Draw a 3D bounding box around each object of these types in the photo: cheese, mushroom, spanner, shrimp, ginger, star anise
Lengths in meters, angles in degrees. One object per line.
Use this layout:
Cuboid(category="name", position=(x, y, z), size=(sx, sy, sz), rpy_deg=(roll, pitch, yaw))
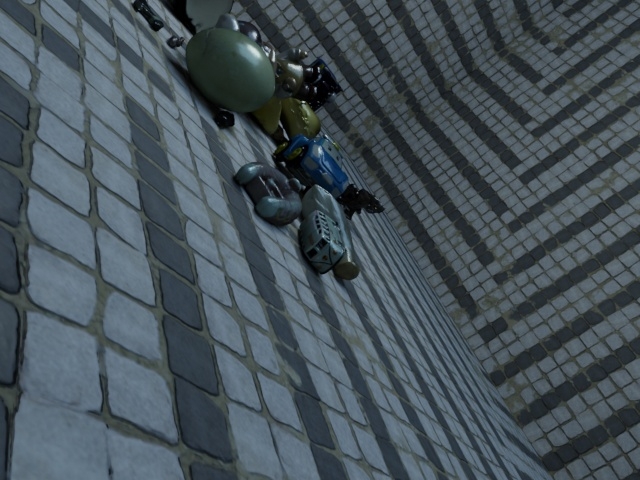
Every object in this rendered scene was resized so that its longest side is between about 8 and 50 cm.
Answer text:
Cuboid(category="cheese", position=(-0.093, -0.440, 2.050), size=(0.260, 0.128, 0.316), rpy_deg=(57, -4, -22))
Cuboid(category="mushroom", position=(0.037, -0.013, 1.547), size=(0.270, 0.103, 0.118), rpy_deg=(63, 15, 19))
Cuboid(category="spanner", position=(-0.477, -0.648, 1.536), size=(0.087, 0.024, 0.316), rpy_deg=(33, 23, -49))
Cuboid(category="shrimp", position=(-0.377, -0.526, 1.539), size=(0.092, 0.038, 0.029), rpy_deg=(-108, -158, -59))
Cuboid(category="ginger", position=(-0.160, -0.399, 2.027), size=(0.069, 0.051, 0.173), rpy_deg=(52, 12, -28))
Cuboid(category="star anise", position=(0.116, -0.161, 2.208), size=(0.282, 0.129, 0.212), rpy_deg=(22, -9, 15))

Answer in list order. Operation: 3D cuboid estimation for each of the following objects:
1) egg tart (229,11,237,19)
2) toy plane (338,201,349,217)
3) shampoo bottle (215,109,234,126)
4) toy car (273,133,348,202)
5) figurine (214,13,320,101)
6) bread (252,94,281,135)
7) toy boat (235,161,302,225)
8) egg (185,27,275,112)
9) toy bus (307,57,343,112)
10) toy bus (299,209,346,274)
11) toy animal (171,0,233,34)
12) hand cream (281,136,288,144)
Cuboid(category="egg tart", position=(-0.389, -0.808, 2.150), size=(0.297, 0.132, 0.297), rpy_deg=(45, 16, -16))
Cuboid(category="toy plane", position=(0.050, -0.129, 2.085), size=(0.197, 0.053, 0.078), rpy_deg=(37, 10, -44))
Cuboid(category="shampoo bottle", position=(-0.237, -0.307, 1.472), size=(0.048, 0.027, 0.137), rpy_deg=(50, 11, -11))
Cuboid(category="toy car", position=(-0.007, -0.223, 1.719), size=(0.198, 0.166, 0.314), rpy_deg=(46, -3, -22))
Cuboid(category="figurine", position=(-0.158, -0.493, 1.685), size=(0.364, 0.218, 0.206), rpy_deg=(10, 14, -26))
Cuboid(category="bread", position=(-0.199, -0.472, 1.864), size=(0.251, 0.133, 0.174), rpy_deg=(41, 19, -52))
Cuboid(category="toy boat", position=(-0.099, -0.113, 1.311), size=(0.155, 0.085, 0.227), rpy_deg=(55, 11, 10))
Cuboid(category="egg", position=(-0.225, -0.425, 1.466), size=(0.253, 0.186, 0.187), rpy_deg=(27, 25, -37))
Cuboid(category="toy bus", position=(-0.063, -0.624, 2.501), size=(0.138, 0.287, 0.175), rpy_deg=(47, 13, -32))
Cuboid(category="toy bus", position=(0.000, 0.000, 1.392), size=(0.089, 0.087, 0.194), rpy_deg=(42, 15, -21))
Cuboid(category="toy animal", position=(-0.406, -0.839, 1.925), size=(0.267, 0.212, 0.212), rpy_deg=(63, 14, 25))
Cuboid(category="hand cream", position=(-0.123, -0.346, 2.080), size=(0.216, 0.038, 0.052), rpy_deg=(-110, -171, -66))
